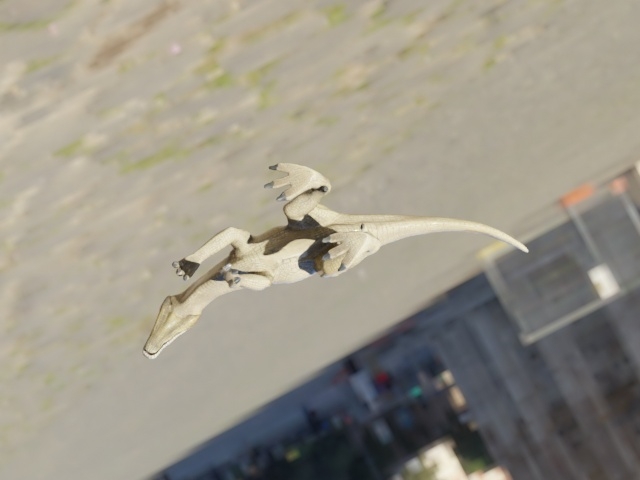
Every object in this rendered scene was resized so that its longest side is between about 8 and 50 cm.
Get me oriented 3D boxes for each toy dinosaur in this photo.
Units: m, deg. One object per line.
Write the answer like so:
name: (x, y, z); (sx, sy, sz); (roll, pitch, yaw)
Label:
toy dinosaur: (0.000, 0.000, 0.820); (0.183, 0.053, 0.092); (-17, 166, -2)
